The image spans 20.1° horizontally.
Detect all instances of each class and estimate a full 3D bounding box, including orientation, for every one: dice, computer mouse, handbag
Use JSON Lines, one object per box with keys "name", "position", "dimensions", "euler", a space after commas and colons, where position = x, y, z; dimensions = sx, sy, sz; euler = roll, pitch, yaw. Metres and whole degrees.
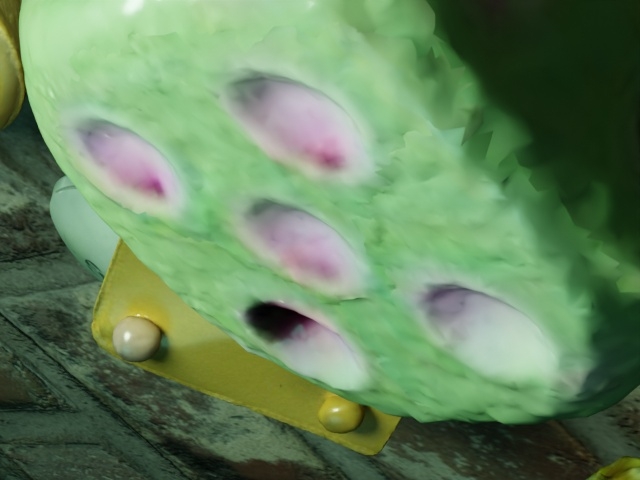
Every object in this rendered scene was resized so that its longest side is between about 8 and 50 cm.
{"name": "dice", "position": [0.070, -0.114, 0.921], "dimensions": [0.318, 0.322, 0.330], "euler": [46, 148, -24]}
{"name": "computer mouse", "position": [-0.113, 0.013, 1.568], "dimensions": [0.288, 0.097, 0.159], "euler": [17, 147, 29]}
{"name": "handbag", "position": [0.000, 0.000, 1.343], "dimensions": [0.283, 0.133, 0.401], "euler": [24, 141, -6]}

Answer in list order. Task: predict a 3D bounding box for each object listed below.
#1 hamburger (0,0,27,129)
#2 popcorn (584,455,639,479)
{"name": "hamburger", "position": [-0.351, -0.185, 1.403], "dimensions": [0.300, 0.176, 0.300], "euler": [24, 150, 15]}
{"name": "popcorn", "position": [0.272, 0.300, 1.528], "dimensions": [0.250, 0.235, 0.242], "euler": [-1, 170, -24]}
